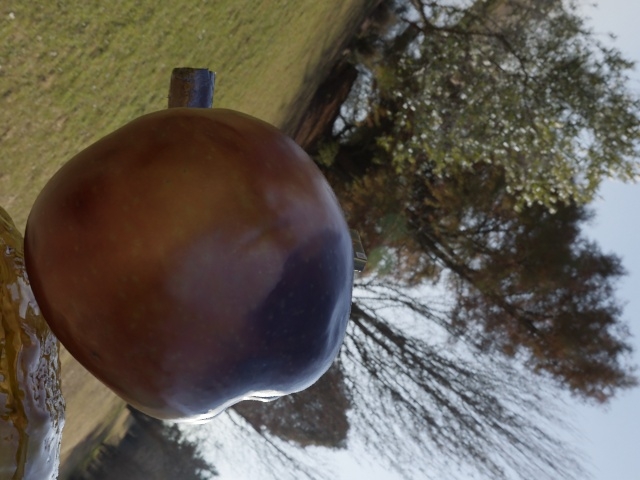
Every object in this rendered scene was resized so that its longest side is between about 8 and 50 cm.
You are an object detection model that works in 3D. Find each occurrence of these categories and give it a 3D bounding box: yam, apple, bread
[{"bbox_3d":[-0.224,-0.223,0.987,0.079,0.079,0.141,-48,146,-82],"label":"yam"},{"bbox_3d":[-0.083,0.024,0.418,0.230,0.230,0.230,-49,180,0],"label":"apple"},{"bbox_3d":[-0.405,0.151,0.607,0.215,0.398,0.398,-3,144,-43],"label":"bread"}]

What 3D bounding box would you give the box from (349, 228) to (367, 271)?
[{"bbox_3d":[0.000,0.000,0.867,0.090,0.133,0.023,-103,-148,-56],"label":"box"}]
